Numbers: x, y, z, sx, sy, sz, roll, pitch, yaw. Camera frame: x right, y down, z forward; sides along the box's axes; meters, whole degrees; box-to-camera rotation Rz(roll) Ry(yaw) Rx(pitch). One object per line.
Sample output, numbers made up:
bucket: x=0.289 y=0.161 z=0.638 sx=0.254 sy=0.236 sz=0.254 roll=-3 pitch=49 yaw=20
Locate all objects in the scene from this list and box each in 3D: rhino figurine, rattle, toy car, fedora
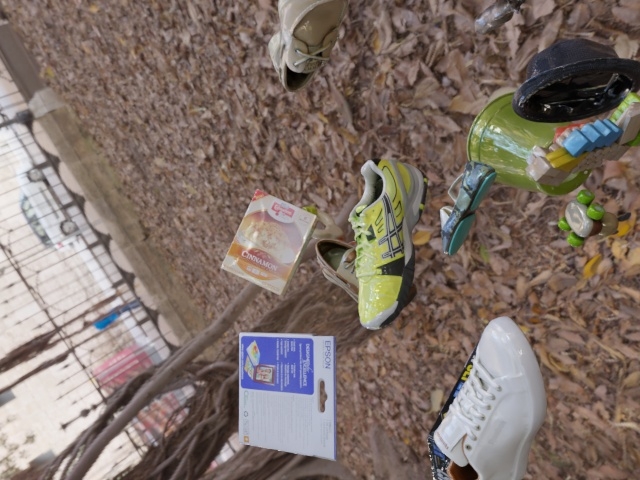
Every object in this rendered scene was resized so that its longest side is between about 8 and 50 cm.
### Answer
rhino figurine: x=0.561 y=-0.704 z=1.517 sx=0.073 sy=0.106 sz=0.243 roll=51 pitch=170 yaw=-12
rattle: x=0.000 y=0.000 z=1.487 sx=0.200 sy=0.130 sz=0.142 roll=34 pitch=109 yaw=6
toy car: x=0.939 y=-0.068 z=1.667 sx=0.148 sy=0.189 sz=0.155 roll=-94 pitch=12 yaw=-45
fedora: x=0.701 y=-0.458 z=1.372 sx=0.334 sy=0.334 sz=0.152 roll=139 pitch=132 yaw=-65

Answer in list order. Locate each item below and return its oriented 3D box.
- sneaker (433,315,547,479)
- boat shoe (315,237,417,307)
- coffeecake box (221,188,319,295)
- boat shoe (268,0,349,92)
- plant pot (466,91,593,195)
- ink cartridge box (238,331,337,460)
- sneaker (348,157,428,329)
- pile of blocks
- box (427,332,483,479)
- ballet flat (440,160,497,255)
sneaker: x=0.221 y=0.240 z=0.673 sx=0.106 sy=0.123 sz=0.289 roll=-121 pitch=22 yaw=-62
boat shoe: x=0.092 y=0.078 z=1.242 sx=0.324 sy=0.122 sz=0.120 roll=21 pitch=154 yaw=49
coffeecake box: x=-0.106 y=0.005 z=1.068 sx=0.143 sy=0.185 sz=0.068 roll=24 pitch=178 yaw=6
boat shoe: x=-0.017 y=-0.323 z=0.801 sx=0.302 sy=0.109 sz=0.098 roll=176 pitch=81 yaw=-73
plant pot: x=0.788 y=-0.331 z=1.812 sx=0.353 sy=0.367 sz=0.366 roll=-117 pitch=8 yaw=-61
ink cartridge box: x=-0.080 y=0.398 z=1.310 sx=0.308 sy=0.072 sz=0.303 roll=-3 pitch=82 yaw=28
sneaker: x=0.121 y=0.001 z=1.082 sx=0.147 sy=0.384 sz=0.145 roll=19 pitch=161 yaw=-26
pile of blocks: x=0.605 y=-0.243 z=1.080 sx=0.149 sy=0.363 sz=0.112 roll=75 pitch=172 yaw=-54
box: x=0.318 y=0.391 z=1.012 sx=0.079 sy=0.257 sz=0.321 roll=18 pitch=139 yaw=35
ballet flat: x=0.255 y=-0.061 z=0.900 sx=0.070 sy=0.070 sz=0.188 roll=41 pitch=128 yaw=31
